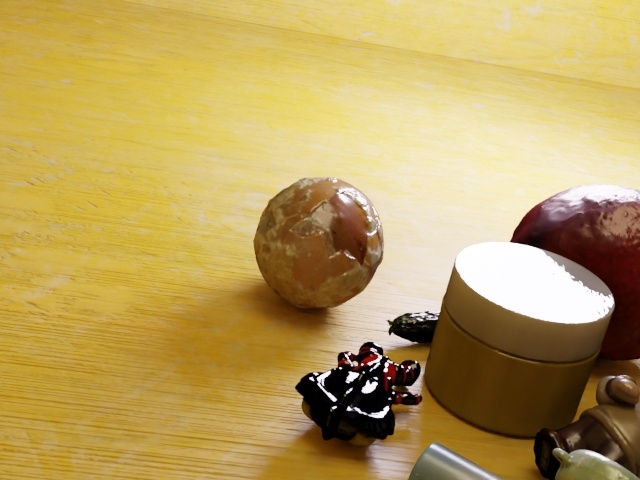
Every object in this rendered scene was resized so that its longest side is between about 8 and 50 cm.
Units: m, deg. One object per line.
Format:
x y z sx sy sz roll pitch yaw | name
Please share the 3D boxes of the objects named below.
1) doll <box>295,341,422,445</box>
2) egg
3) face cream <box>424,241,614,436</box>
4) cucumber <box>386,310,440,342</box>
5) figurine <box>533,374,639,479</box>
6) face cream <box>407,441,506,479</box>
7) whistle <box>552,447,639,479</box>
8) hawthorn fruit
0.051 0.196 1.427 0.127 0.088 0.249 -2 12 18 | doll
0.000 0.000 1.666 0.195 0.195 0.233 20 32 15 | egg
0.264 0.131 1.528 0.218 0.179 0.218 10 26 -5 | face cream
0.179 0.125 1.654 0.181 0.053 0.053 -2 29 -28 | cucumber
0.448 0.209 1.423 0.365 0.206 0.218 -4 22 -29 | figurine
0.217 0.315 1.253 0.250 0.077 0.077 26 29 26 | face cream
0.352 0.317 1.242 0.258 0.067 0.126 39 -15 0 | whistle
0.389 0.044 1.700 0.307 0.265 0.265 -3 22 16 | hawthorn fruit
